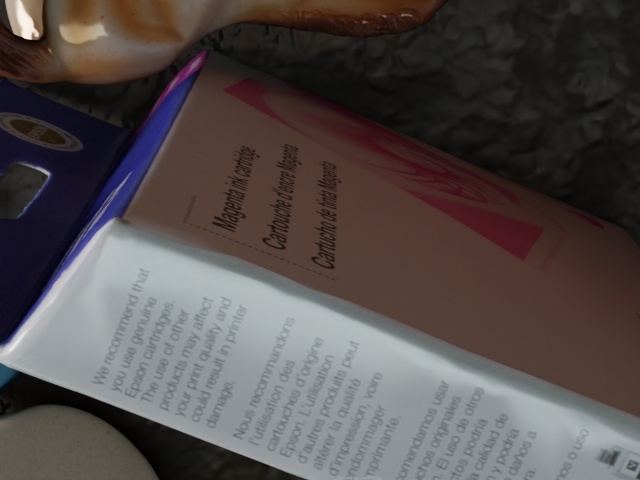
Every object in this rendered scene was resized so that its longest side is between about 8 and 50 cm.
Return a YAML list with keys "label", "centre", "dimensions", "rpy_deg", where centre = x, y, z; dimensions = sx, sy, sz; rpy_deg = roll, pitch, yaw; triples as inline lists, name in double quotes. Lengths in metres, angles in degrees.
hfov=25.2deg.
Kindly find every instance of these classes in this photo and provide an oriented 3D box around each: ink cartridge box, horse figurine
- label: "ink cartridge box"
  centre: [0.000, 0.000, 0.578]
  dimensions: [0.330, 0.324, 0.071]
  rpy_deg: [23, 105, -7]
- label: "horse figurine"
  centre: [-0.072, -0.138, 0.628]
  dimensions: [0.263, 0.066, 0.174]
  rpy_deg: [-28, 104, -27]

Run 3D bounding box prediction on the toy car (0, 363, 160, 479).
- label: "toy car"
  centre: [-0.198, 0.205, 0.720]
  dimensions: [0.219, 0.210, 0.238]
  rpy_deg: [46, 115, -2]
